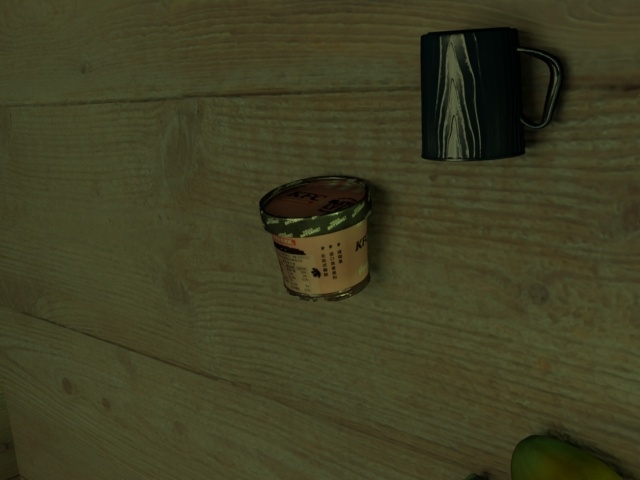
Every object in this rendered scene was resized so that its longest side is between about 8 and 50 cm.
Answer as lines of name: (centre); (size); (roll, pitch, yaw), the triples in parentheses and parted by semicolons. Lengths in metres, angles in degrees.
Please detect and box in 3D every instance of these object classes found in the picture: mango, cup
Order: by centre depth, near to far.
cup: (0.183, -0.165, 1.027); (0.113, 0.150, 0.138); (-123, 29, -76)
mango: (0.293, 0.303, 1.050); (0.195, 0.092, 0.130); (51, 137, 32)

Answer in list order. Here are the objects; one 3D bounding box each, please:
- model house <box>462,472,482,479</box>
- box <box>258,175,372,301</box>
model house: (0.212, 0.530, 1.116); (0.312, 0.242, 0.358); (28, 121, 38)
box: (0.000, 0.000, 1.253); (0.151, 0.151, 0.135); (17, 122, 46)
